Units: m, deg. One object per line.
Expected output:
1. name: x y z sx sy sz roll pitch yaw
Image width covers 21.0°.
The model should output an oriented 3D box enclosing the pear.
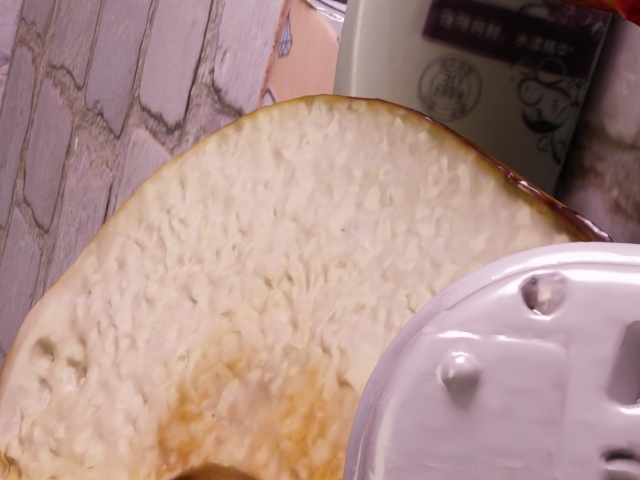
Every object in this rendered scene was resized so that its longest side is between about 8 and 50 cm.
1. pear: 0.026 0.122 0.764 0.386 0.191 0.340 -3 72 42

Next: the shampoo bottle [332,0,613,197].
1. shampoo bottle: 0.093 -0.165 0.840 0.078 0.134 0.359 -130 54 -63

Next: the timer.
1. timer: 0.116 0.130 0.509 0.087 0.237 0.262 33 -118 -71

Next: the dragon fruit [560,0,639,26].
1. dragon fruit: 0.119 -0.185 0.682 0.268 0.210 0.205 39 143 16

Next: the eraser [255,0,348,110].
1. eraser: 0.000 0.000 1.041 0.171 0.087 0.290 -121 40 -51
